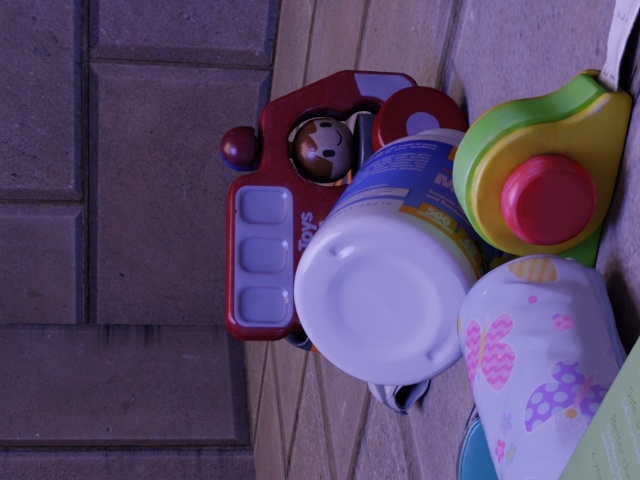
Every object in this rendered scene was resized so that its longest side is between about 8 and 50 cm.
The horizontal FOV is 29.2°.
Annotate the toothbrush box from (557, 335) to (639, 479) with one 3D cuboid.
[{"bbox_3d":[0.205,0.060,0.342,0.283,0.206,0.122,102,166,-47],"label":"toothbrush box"}]

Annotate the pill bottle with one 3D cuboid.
[{"bbox_3d":[0.085,-0.003,1.069,0.272,0.152,0.152,-56,-24,-60],"label":"pill bottle"}]

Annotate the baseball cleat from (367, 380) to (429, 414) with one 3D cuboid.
[{"bbox_3d":[0.100,0.103,1.445,0.109,0.072,0.206,-148,54,-63],"label":"baseball cleat"}]

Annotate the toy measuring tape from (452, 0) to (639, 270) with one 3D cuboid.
[{"bbox_3d":[0.163,-0.104,0.899,0.121,0.121,0.330,-108,22,-63],"label":"toy measuring tape"}]

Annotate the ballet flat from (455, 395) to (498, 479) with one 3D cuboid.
[{"bbox_3d":[0.164,0.139,1.061,0.068,0.072,0.213,-41,-41,-65],"label":"ballet flat"}]

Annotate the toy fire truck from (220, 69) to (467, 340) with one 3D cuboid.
[{"bbox_3d":[0.019,-0.042,1.331,0.169,0.254,0.302,125,145,-73],"label":"toy fire truck"}]

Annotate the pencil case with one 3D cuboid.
[{"bbox_3d":[0.171,0.128,0.822,0.124,0.113,0.273,-57,25,28],"label":"pencil case"}]

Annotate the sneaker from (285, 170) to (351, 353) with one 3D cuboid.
[{"bbox_3d":[0.000,0.000,1.663,0.124,0.180,0.321,110,159,-62],"label":"sneaker"}]
